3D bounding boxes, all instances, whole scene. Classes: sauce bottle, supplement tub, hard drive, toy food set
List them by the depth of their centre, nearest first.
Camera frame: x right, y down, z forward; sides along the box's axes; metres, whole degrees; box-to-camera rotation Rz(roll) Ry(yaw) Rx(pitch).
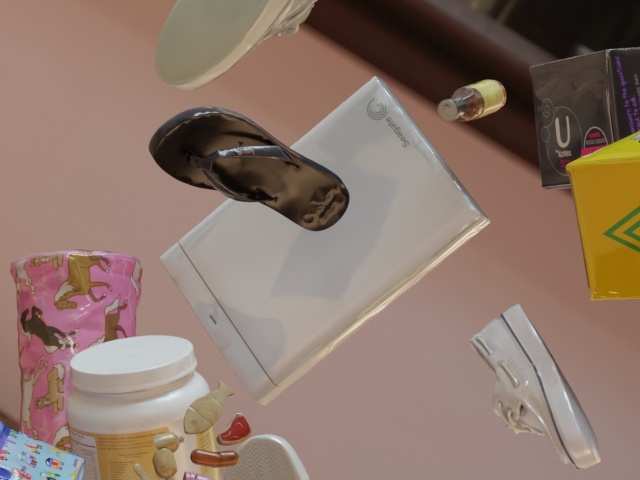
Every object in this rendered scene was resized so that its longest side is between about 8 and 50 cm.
[{"bbox_3d":[-0.110,0.193,1.796,0.122,0.078,0.019,-39,-8,-27],"label":"toy food set"},{"bbox_3d":[-0.173,0.206,1.943,0.144,0.144,0.200,-64,-32,-74],"label":"supplement tub"},{"bbox_3d":[0.175,-0.161,2.296,0.042,0.042,0.128,-58,-17,25],"label":"sauce bottle"},{"bbox_3d":[0.000,0.000,2.375,0.353,0.233,0.047,-39,-24,9],"label":"hard drive"}]

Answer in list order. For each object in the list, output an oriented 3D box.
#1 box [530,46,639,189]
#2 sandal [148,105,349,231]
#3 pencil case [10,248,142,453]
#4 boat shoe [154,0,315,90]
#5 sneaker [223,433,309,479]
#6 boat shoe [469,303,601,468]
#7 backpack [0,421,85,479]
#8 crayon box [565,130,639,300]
[{"bbox_3d":[0.386,-0.136,2.135,0.165,0.270,0.143,174,90,-66],"label":"box"},{"bbox_3d":[-0.072,-0.079,2.228,0.097,0.254,0.054,-59,29,20],"label":"sandal"},{"bbox_3d":[-0.268,0.196,2.194,0.167,0.160,0.386,-13,76,46],"label":"pencil case"},{"bbox_3d":[-0.032,-0.198,1.550,0.227,0.079,0.081,-46,-35,10],"label":"boat shoe"},{"bbox_3d":[-0.021,0.340,2.188,0.169,0.108,0.293,-31,-69,-69],"label":"sneaker"},{"bbox_3d":[0.228,0.171,2.129,0.084,0.095,0.258,-31,30,6],"label":"boat shoe"},{"bbox_3d":[-0.319,0.234,1.820,0.158,0.173,0.117,-69,3,-78],"label":"backpack"},{"bbox_3d":[0.394,-0.062,1.300,0.313,0.106,0.363,-4,14,44],"label":"crayon box"}]
